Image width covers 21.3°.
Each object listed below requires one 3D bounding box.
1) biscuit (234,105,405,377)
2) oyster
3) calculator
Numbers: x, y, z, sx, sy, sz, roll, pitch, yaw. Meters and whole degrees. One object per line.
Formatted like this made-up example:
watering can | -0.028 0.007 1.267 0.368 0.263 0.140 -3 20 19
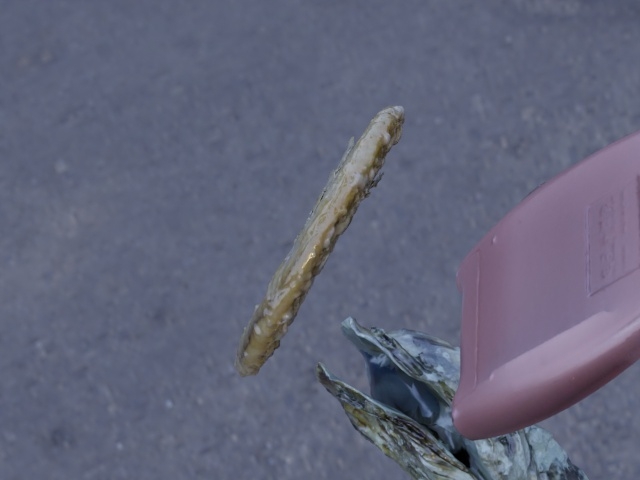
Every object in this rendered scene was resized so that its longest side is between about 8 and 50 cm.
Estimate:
biscuit | -0.001 -0.001 1.192 0.033 0.220 0.220 30 48 1
oyster | 0.147 0.201 1.645 0.158 0.351 0.162 -58 6 12
calculator | 0.207 0.031 1.419 0.329 0.048 0.220 -39 36 46
